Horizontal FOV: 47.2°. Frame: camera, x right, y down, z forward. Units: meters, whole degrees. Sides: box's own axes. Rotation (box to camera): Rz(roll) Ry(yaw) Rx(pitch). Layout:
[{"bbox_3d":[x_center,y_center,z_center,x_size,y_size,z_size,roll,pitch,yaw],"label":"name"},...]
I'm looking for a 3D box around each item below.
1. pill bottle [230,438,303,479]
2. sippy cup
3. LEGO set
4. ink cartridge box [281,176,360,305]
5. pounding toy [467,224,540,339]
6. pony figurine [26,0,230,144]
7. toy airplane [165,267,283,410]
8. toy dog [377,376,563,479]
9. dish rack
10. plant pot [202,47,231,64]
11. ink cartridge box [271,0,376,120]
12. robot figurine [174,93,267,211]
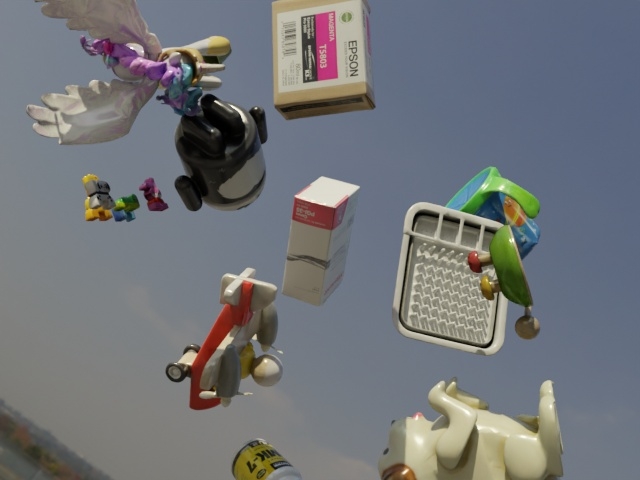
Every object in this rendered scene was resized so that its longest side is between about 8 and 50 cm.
[{"bbox_3d":[-0.118,0.574,1.754,0.208,0.119,0.119,24,-26,51],"label":"pill bottle"},{"bbox_3d":[0.459,-0.040,1.972,0.224,0.240,0.305,43,7,-4],"label":"sippy cup"},{"bbox_3d":[-0.413,-0.093,1.451,0.087,0.227,0.093,-24,-98,20],"label":"LEGO set"},{"bbox_3d":[0.000,0.000,1.924,0.117,0.207,0.283,16,-66,15],"label":"ink cartridge box"},{"bbox_3d":[0.391,0.091,1.592,0.110,0.183,0.237,-16,-72,13],"label":"pounding toy"},{"bbox_3d":[-0.341,-0.337,1.371,0.350,0.303,0.363,3,16,-3],"label":"pony figurine"},{"bbox_3d":[-0.206,0.272,1.940,0.272,0.386,0.384,34,-25,4],"label":"toy airplane"},{"bbox_3d":[0.332,0.493,1.636,0.407,0.284,0.396,-7,-85,18],"label":"toy dog"},{"bbox_3d":[0.308,0.095,1.743,0.285,0.333,0.072,15,-19,-12],"label":"dish rack"},{"bbox_3d":[-0.297,-0.534,2.087,0.083,0.079,0.083,23,-41,22],"label":"plant pot"},{"bbox_3d":[0.004,-0.375,1.480,0.193,0.235,0.088,-6,-13,15],"label":"ink cartridge box"},{"bbox_3d":[-0.202,-0.176,1.526,0.278,0.209,0.174,83,-6,-61],"label":"robot figurine"}]
